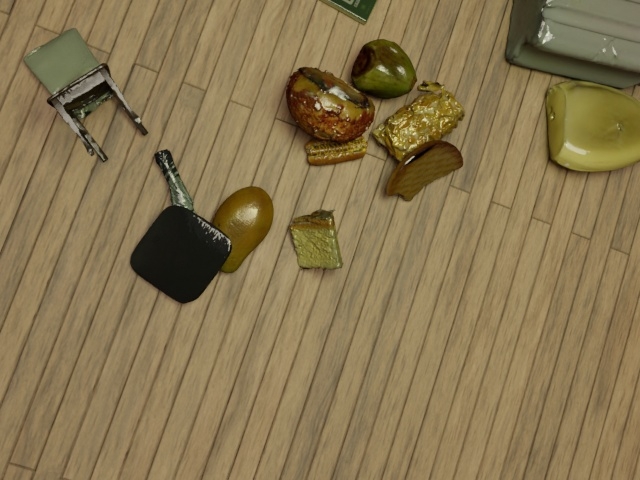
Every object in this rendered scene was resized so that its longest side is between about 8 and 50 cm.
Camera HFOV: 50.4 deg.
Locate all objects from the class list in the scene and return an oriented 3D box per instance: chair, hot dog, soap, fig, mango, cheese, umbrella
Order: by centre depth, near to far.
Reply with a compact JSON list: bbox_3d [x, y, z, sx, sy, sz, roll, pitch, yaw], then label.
[{"bbox_3d":[-0.557,-0.357,1.586,0.160,0.186,0.319,-35,95,-6],"label":"chair"},{"bbox_3d":[-0.200,-0.029,1.673,0.136,0.099,0.227,28,91,-8],"label":"mango"},{"bbox_3d":[-0.358,-0.133,1.676,0.050,0.046,0.188,-25,96,-8],"label":"umbrella"},{"bbox_3d":[0.169,-0.433,1.744,0.165,0.154,0.144,31,120,5],"label":"fig"},{"bbox_3d":[0.043,-0.235,1.756,0.165,0.045,0.071,-10,86,-10],"label":"hot dog"},{"bbox_3d":[0.752,-0.616,1.834,0.435,0.213,0.350,7,87,-10],"label":"soap"},{"bbox_3d":[0.776,-0.305,1.859,0.315,0.128,0.260,7,83,-12],"label":"cheese"}]

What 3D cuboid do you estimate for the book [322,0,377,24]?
[{"bbox_3d":[0.046,-0.722,1.801,0.264,0.027,0.202,26,82,-8],"label":"book"}]

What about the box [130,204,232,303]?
[{"bbox_3d":[-0.335,0.032,1.636,0.201,0.042,0.212,36,102,3],"label":"box"}]

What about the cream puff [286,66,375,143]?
[{"bbox_3d":[0.018,-0.328,1.669,0.240,0.240,0.164,33,99,-7],"label":"cream puff"}]

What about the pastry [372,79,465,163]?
[{"bbox_3d":[0.261,-0.315,1.774,0.250,0.102,0.154,-40,97,-9],"label":"pastry"}]

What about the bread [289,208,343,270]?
[{"bbox_3d":[0.000,0.000,1.683,0.127,0.152,0.147,-13,97,-10],"label":"bread"}]

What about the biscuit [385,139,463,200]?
[{"bbox_3d":[0.276,-0.182,1.773,0.228,0.031,0.176,-3,128,-37],"label":"biscuit"}]
